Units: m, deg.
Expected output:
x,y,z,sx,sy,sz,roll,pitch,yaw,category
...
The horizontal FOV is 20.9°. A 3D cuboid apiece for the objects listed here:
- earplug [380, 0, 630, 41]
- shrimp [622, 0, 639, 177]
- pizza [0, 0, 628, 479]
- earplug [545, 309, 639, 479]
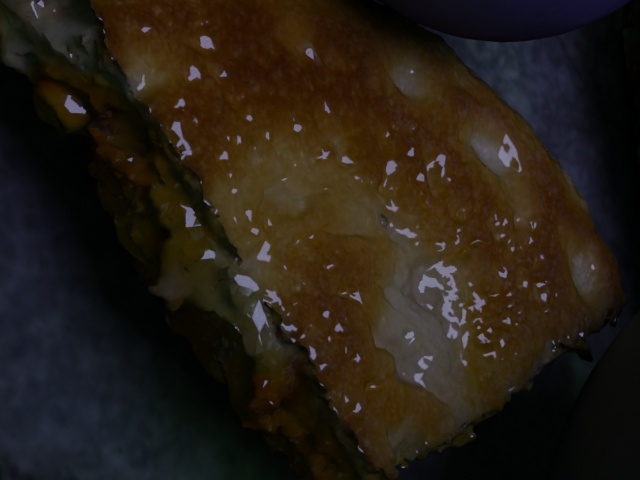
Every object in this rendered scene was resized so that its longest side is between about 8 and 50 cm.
x,y,z,sx,sy,sz,roll,pitch,yaw,category
0.121,-0.266,0.782,0.215,0.215,0.456,45,46,-25,earplug
0.251,-0.019,0.947,0.221,0.110,0.445,-18,94,-51,shrimp
0.000,0.000,0.700,0.335,0.086,0.226,25,58,-37,pizza
0.255,0.140,0.659,0.313,0.394,0.312,-1,97,-13,earplug
